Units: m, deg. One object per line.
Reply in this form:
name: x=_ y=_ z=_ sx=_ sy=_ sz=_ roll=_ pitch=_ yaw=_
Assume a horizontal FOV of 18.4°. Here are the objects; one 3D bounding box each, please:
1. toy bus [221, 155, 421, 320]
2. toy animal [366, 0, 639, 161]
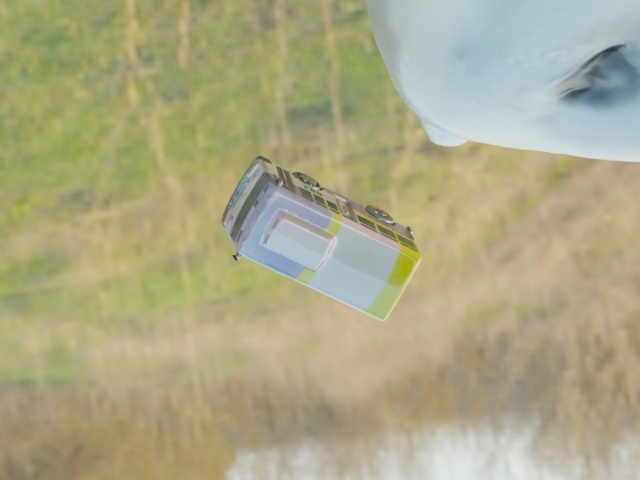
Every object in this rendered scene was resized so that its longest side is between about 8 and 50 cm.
toy bus: x=0.000 y=0.000 z=1.094 sx=0.102 sy=0.052 sz=0.058 roll=25 pitch=-165 yaw=-17
toy animal: x=0.151 y=-0.108 z=0.619 sx=0.357 sy=0.194 sz=0.258 roll=-11 pitch=-159 yaw=-30
